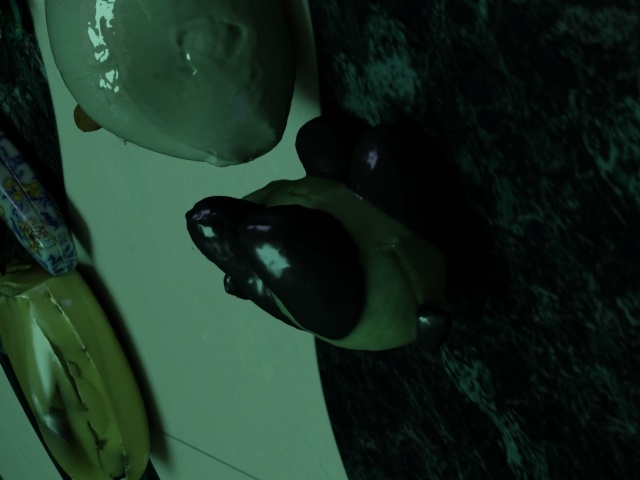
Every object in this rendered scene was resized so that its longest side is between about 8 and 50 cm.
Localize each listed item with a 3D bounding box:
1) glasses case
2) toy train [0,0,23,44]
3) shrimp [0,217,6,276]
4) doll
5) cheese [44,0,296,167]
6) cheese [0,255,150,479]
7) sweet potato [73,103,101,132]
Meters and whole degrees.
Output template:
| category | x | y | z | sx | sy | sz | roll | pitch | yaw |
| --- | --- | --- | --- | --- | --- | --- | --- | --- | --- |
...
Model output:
| category | x | y | z | sx | sy | sz | roll | pitch | yaw |
| --- | --- | --- | --- | --- | --- | --- | --- | --- | --- |
| glasses case | -0.357 | -0.061 | 2.039 | 0.248 | 0.065 | 0.087 | 53 | 167 | 30 |
| toy train | -0.383 | -0.265 | 1.812 | 0.198 | 0.107 | 0.154 | 17 | 123 | 62 |
| shrimp | -0.453 | -0.090 | 2.142 | 0.365 | 0.071 | 0.233 | -125 | 11 | -65 |
| doll | 0.000 | 0.001 | 1.201 | 0.234 | 0.143 | 0.135 | 20 | 140 | 60 |
| cheese | -0.117 | -0.157 | 1.260 | 0.189 | 0.154 | 0.198 | 35 | 145 | 59 |
| cheese | -0.300 | 0.171 | 2.125 | 0.259 | 0.128 | 0.316 | -162 | 54 | -72 |
| sweet potato | -0.219 | -0.125 | 1.695 | 0.095 | 0.034 | 0.034 | -24 | 93 | 59 |
